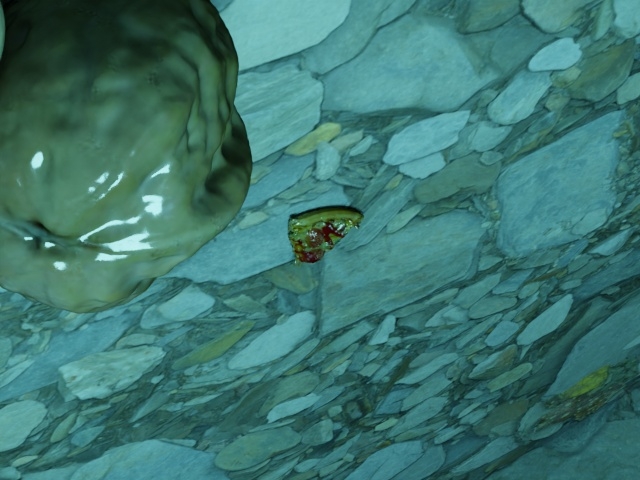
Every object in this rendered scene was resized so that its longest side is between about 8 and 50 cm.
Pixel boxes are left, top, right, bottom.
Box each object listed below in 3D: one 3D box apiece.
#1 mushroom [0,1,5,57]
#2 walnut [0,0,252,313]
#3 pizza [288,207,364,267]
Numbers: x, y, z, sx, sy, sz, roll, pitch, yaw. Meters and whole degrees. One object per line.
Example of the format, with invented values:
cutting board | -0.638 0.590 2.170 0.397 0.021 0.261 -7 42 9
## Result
mushroom | -0.307 -0.159 0.793 0.204 0.204 0.204 -22 151 -13
walnut | -0.170 -0.078 0.956 0.227 0.273 0.273 -5 157 17
pizza | 0.010 -0.010 1.457 0.099 0.029 0.100 -22 152 -14
